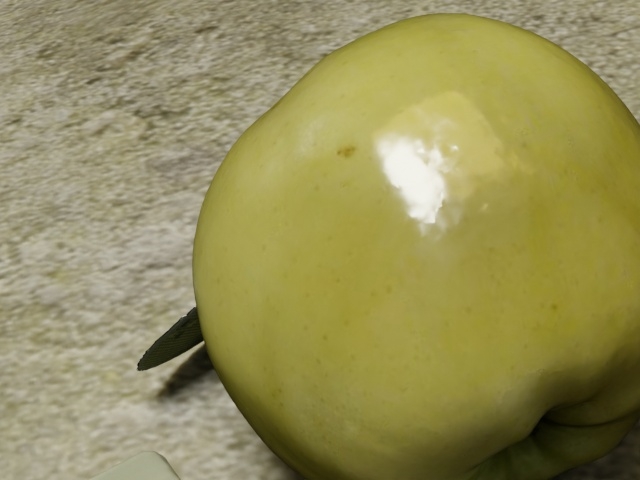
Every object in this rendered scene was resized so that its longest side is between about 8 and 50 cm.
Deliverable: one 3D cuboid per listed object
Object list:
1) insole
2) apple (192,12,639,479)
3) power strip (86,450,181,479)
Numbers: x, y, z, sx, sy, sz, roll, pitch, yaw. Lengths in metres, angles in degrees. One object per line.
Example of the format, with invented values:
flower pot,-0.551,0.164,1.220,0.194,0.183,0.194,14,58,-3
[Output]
insole,0.000,0.000,0.822,0.322,0.109,0.007,-33,77,-34
apple,0.064,0.018,0.644,0.262,0.262,0.262,-8,35,6
power strip,-0.193,0.215,0.598,0.338,0.058,0.098,-27,38,-19
